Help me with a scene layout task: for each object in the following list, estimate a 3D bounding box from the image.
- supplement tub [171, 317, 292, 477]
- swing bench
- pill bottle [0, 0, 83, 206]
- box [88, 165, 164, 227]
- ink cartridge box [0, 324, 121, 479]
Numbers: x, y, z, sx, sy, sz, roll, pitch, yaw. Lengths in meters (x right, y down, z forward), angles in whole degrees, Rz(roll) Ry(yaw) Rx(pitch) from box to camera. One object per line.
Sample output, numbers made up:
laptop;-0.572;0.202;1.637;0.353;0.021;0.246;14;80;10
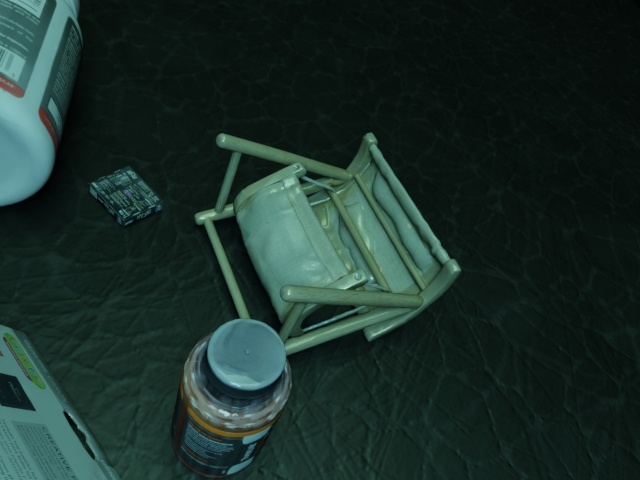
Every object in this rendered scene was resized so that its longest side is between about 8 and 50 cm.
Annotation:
supplement tub;-0.089;0.157;0.564;0.106;0.197;0.106;10;50;-12
swing bench;0.000;0.000;0.757;0.255;0.165;0.253;-6;53;-30
pill bottle;-0.440;-0.239;0.762;0.211;0.210;0.362;5;50;-16
box;-0.274;-0.063;0.802;0.083;0.018;0.067;42;50;16
ink cartridge box;-0.301;0.200;0.468;0.130;0.272;0.309;-41;69;-7
